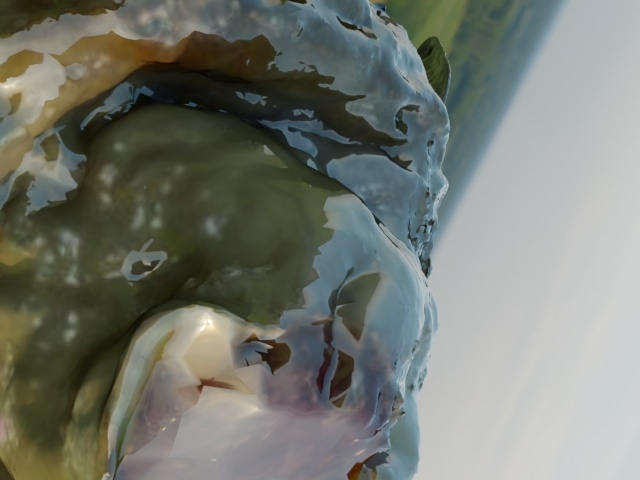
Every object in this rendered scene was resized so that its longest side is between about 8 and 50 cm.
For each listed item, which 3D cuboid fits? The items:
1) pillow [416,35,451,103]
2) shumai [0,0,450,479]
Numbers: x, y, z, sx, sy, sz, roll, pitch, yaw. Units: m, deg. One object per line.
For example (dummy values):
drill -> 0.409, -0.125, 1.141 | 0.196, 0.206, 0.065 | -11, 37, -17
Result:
pillow -> 0.001, 0.000, 0.674 | 0.217, 0.033, 0.130 | -57, -170, 15
shumai -> -0.058, 0.017, 0.408 | 0.218, 0.184, 0.185 | 113, -15, -69
